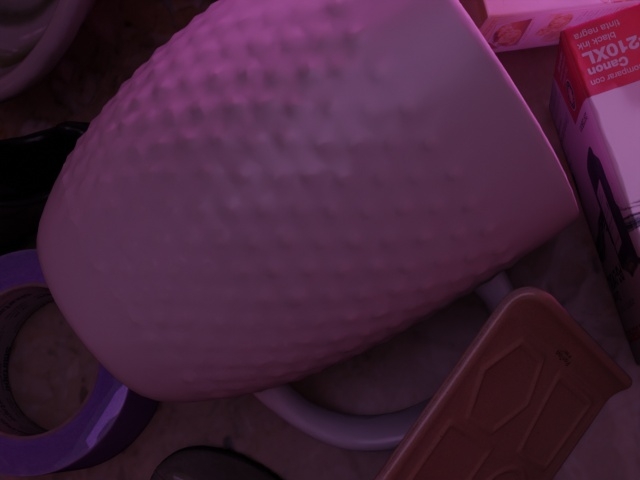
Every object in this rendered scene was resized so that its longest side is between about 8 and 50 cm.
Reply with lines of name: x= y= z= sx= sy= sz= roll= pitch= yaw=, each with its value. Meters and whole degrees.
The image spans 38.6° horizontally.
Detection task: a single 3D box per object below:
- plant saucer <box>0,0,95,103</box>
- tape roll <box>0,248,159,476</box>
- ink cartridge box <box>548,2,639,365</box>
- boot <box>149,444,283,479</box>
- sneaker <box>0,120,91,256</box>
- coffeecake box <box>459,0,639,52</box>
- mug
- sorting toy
plant saucer: x=-0.284 y=-0.323 z=0.819 sx=0.401 sy=0.101 sz=0.400 roll=7 pitch=102 yaw=39
tape roll: x=-0.234 y=0.106 z=0.792 sx=0.189 sy=0.080 sz=0.188 roll=-2 pitch=80 yaw=11
ink cartridge box: x=0.254 y=-0.033 z=0.672 sx=0.100 sy=0.172 sz=0.237 roll=-17 pitch=77 yaw=8
boot: x=-0.045 y=0.237 z=0.687 sx=0.247 sy=0.161 sz=0.083 roll=31 pitch=87 yaw=15
sneaker: x=-0.297 y=-0.032 z=0.804 sx=0.286 sy=0.130 sz=0.109 roll=-29 pitch=78 yaw=6
coffeecake box: x=0.187 y=-0.237 z=0.742 sx=0.186 sy=0.068 sz=0.142 roll=-10 pitch=76 yaw=-16
mug: x=0.000 y=0.000 z=0.690 sx=0.328 sy=0.276 sz=0.374 roll=-34 pitch=106 yaw=8
sorting toy: x=0.124 y=0.145 z=0.670 sx=0.208 sy=0.193 sz=0.038 roll=-51 pitch=44 yaw=1
